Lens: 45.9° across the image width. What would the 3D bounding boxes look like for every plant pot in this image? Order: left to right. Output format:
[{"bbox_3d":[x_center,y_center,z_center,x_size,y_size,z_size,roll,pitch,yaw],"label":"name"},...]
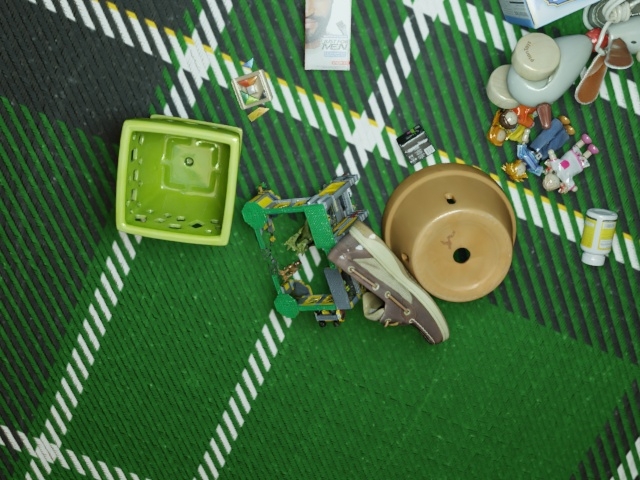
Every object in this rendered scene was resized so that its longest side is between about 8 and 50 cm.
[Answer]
[{"bbox_3d":[-0.274,-0.137,1.535,0.227,0.207,0.228,9,109,-2],"label":"plant pot"},{"bbox_3d":[0.279,0.002,1.581,0.291,0.203,0.290,0,109,0],"label":"plant pot"}]

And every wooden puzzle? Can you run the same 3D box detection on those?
[{"bbox_3d":[-0.142,-0.313,1.577,0.079,0.014,0.116,-24,106,8],"label":"wooden puzzle"}]

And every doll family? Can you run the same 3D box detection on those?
[{"bbox_3d":[0.439,-0.209,1.566,0.163,0.118,0.263,-42,109,-5],"label":"doll family"}]

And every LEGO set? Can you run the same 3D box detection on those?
[{"bbox_3d":[0.000,0.000,1.626,0.255,0.192,0.331,-14,108,35],"label":"LEGO set"}]

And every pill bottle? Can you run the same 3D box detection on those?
[{"bbox_3d":[0.604,-0.007,1.648,0.065,0.065,0.116,5,108,-1],"label":"pill bottle"}]

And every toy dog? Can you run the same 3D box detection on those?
[{"bbox_3d":[0.482,-0.309,1.396,0.334,0.220,0.160,-23,79,10],"label":"toy dog"}]

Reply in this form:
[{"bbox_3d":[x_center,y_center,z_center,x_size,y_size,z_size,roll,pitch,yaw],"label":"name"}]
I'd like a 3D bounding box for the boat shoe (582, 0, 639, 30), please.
[{"bbox_3d":[0.678,-0.456,1.484,0.305,0.091,0.109,-4,108,1],"label":"boat shoe"}]

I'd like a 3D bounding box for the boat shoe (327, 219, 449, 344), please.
[{"bbox_3d":[0.134,0.112,1.523,0.123,0.123,0.342,-43,122,-3],"label":"boat shoe"}]

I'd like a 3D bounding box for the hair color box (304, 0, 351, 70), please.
[{"bbox_3d":[0.015,-0.428,1.517,0.093,0.053,0.167,1,107,1],"label":"hair color box"}]

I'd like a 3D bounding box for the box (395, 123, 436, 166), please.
[{"bbox_3d":[0.198,-0.199,1.576,0.062,0.083,0.052,-32,107,10],"label":"box"}]

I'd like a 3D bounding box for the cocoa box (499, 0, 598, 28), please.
[{"bbox_3d":[0.487,-0.562,1.375,0.347,0.231,0.227,-23,107,8],"label":"cocoa box"}]
